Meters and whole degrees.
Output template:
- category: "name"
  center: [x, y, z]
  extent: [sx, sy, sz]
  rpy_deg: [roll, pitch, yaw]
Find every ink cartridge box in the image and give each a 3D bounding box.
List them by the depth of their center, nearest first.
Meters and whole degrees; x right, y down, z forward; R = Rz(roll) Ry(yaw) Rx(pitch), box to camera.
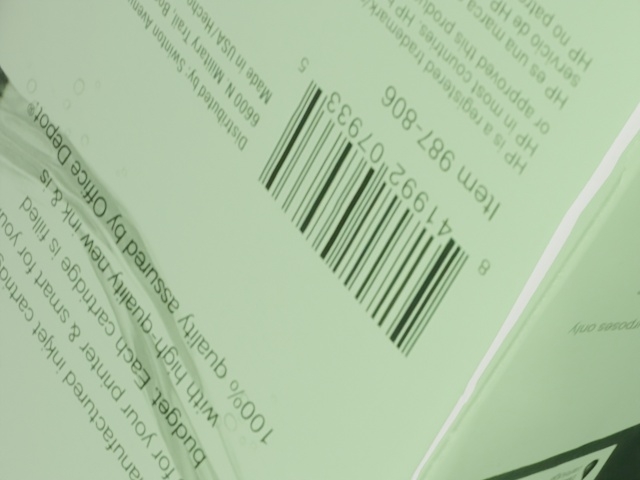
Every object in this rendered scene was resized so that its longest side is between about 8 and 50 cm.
- category: "ink cartridge box"
  center: [0.000, 0.000, 0.717]
  extent: [0.285, 0.166, 0.395]
  rpy_deg: [52, 126, 33]
